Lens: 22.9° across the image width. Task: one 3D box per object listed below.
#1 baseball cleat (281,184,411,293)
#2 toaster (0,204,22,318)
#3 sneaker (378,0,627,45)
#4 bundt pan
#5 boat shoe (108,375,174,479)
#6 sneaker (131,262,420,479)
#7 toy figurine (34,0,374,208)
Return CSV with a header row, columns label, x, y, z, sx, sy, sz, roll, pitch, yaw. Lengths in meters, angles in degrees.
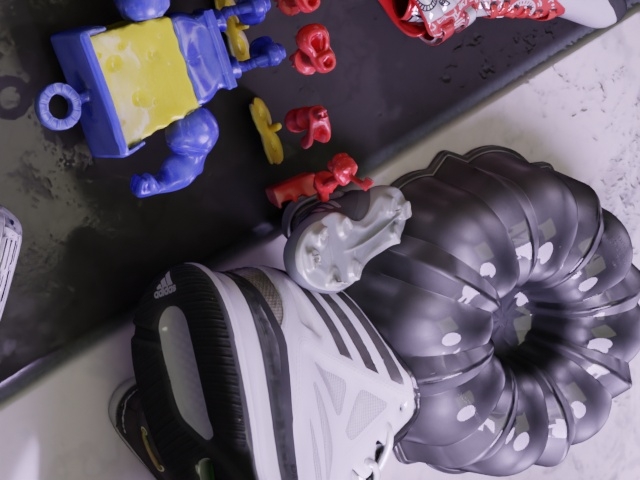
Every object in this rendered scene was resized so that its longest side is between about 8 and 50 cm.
label,x,y,z,sx,sy,sz,roll,pitch,yaw
baseball cleat,0.000,0.000,1.372,0.206,0.109,0.072,-23,109,-59
toaster,-0.326,0.029,1.204,0.146,0.129,0.227,17,87,-35
sneaker,0.152,-0.229,1.460,0.270,0.090,0.145,31,83,-26
bundt pan,0.179,0.078,1.504,0.331,0.124,0.331,-5,101,-28
boat shoe,-0.096,0.212,1.396,0.081,0.068,0.228,-48,117,-15
sneaker,0.008,0.233,1.320,0.257,0.169,0.447,-2,79,-44
toy figurine,-0.130,-0.162,1.257,0.217,0.191,0.362,-24,108,-20
